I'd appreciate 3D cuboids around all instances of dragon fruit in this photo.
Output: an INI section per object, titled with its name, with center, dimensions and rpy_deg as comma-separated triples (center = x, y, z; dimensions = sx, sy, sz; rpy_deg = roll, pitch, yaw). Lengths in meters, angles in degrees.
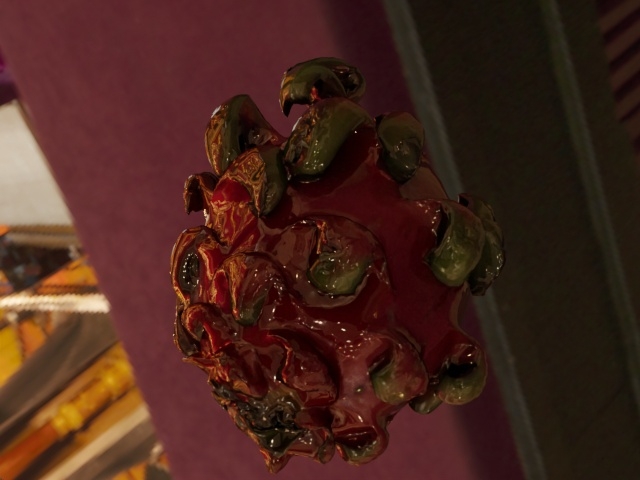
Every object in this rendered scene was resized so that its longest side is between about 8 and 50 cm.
[dragon fruit]
center = -0.007, 0.005, 0.741
dimensions = 0.273, 0.198, 0.218
rpy_deg = -128, 23, -49

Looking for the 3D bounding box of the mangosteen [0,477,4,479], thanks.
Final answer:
[mangosteen]
center = -0.170, 0.195, 0.307
dimensions = 0.330, 0.330, 0.330
rpy_deg = 23, 131, 29
